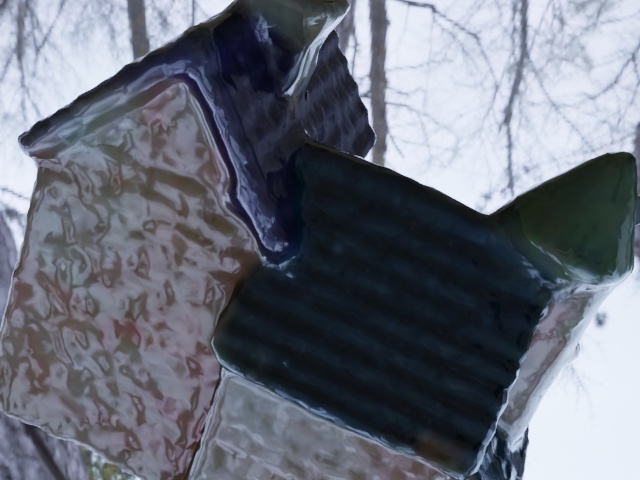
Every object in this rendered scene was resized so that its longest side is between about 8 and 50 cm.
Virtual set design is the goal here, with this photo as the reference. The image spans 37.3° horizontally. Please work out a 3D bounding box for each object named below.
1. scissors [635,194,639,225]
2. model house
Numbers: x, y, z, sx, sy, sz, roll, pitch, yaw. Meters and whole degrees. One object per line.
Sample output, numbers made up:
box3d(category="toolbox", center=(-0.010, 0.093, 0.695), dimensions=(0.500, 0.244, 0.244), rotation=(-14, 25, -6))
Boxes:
box3d(category="scissors", center=(0.401, -0.063, 1.027), dimensions=(0.360, 0.029, 0.191), rotation=(-27, -92, -9))
box3d(category="model house", center=(0.000, 0.000, 0.546), dimensions=(0.312, 0.280, 0.245), rotation=(24, -153, 8))
